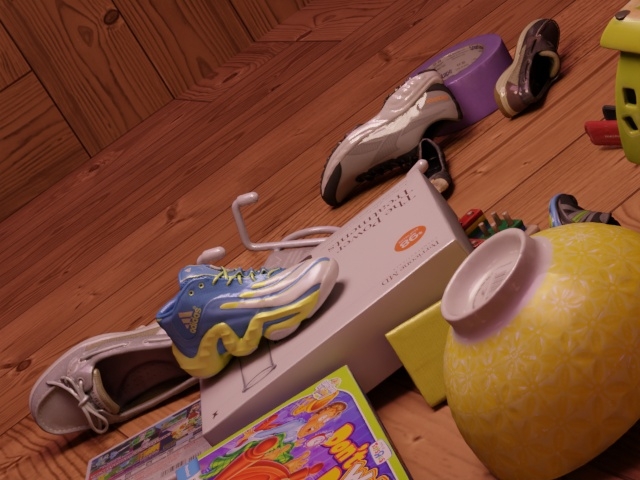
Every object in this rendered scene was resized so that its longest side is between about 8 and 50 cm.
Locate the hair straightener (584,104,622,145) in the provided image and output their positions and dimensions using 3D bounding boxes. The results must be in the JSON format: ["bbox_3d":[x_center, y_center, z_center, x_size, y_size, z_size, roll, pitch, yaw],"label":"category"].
[{"bbox_3d":[0.454,-0.166,2.076,0.089,0.047,0.230,-43,22,-28],"label":"hair straightener"}]

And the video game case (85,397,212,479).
[{"bbox_3d":[-0.217,0.286,2.029,0.201,0.023,0.183,-30,19,9],"label":"video game case"}]

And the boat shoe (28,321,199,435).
[{"bbox_3d":[-0.266,0.189,2.208,0.320,0.118,0.103,-21,16,9],"label":"boat shoe"}]

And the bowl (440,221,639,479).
[{"bbox_3d":[0.213,0.079,1.562,0.289,0.156,0.289,-43,18,18],"label":"bowl"}]

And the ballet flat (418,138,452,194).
[{"bbox_3d":[0.161,-0.102,2.364,0.057,0.049,0.173,-29,19,11],"label":"ballet flat"}]

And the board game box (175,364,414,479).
[{"bbox_3d":[-0.020,0.278,1.657,0.233,0.078,0.347,-32,19,-1],"label":"board game box"}]

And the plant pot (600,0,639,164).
[{"bbox_3d":[0.478,-0.217,1.869,0.228,0.207,0.227,-42,33,-22],"label":"plant pot"}]

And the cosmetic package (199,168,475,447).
[{"bbox_3d":[0.020,0.096,1.951,0.377,0.097,0.284,-38,21,7],"label":"cosmetic package"}]

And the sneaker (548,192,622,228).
[{"bbox_3d":[0.316,-0.005,1.883,0.078,0.067,0.188,-9,21,-3],"label":"sneaker"}]

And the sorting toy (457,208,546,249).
[{"bbox_3d":[0.198,0.010,2.039,0.132,0.046,0.274,-41,21,-24],"label":"sorting toy"}]

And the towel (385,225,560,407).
[{"bbox_3d":[0.198,0.085,1.785,0.237,0.102,0.021,-32,-15,0],"label":"towel"}]

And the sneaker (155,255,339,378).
[{"bbox_3d":[-0.098,0.068,1.895,0.240,0.126,0.091,-36,20,18],"label":"sneaker"}]

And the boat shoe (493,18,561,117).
[{"bbox_3d":[0.341,-0.273,2.480,0.073,0.080,0.223,-9,34,38],"label":"boat shoe"}]

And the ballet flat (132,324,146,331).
[{"bbox_3d":[-0.234,0.151,2.319,0.206,0.067,0.073,-21,21,27],"label":"ballet flat"}]

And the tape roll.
[{"bbox_3d":[0.229,-0.254,2.592,0.189,0.080,0.189,-28,20,11],"label":"tape roll"}]

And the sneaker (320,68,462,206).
[{"bbox_3d":[0.106,-0.145,2.482,0.271,0.108,0.100,-43,-15,16],"label":"sneaker"}]

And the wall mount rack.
[{"bbox_3d":[0.000,0.000,2.230,0.304,0.131,0.350,-7,23,16],"label":"wall mount rack"}]
